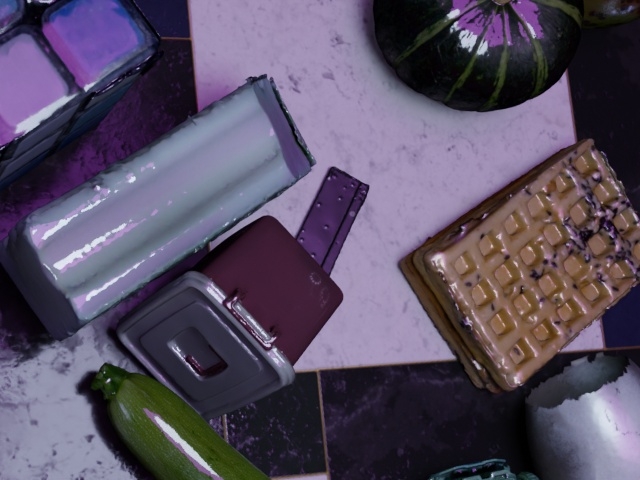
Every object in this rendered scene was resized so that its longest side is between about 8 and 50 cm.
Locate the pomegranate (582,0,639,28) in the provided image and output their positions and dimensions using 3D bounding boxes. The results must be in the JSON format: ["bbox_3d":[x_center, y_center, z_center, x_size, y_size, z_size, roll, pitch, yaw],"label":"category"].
[{"bbox_3d":[0.428,-0.476,2.077,0.306,0.242,0.242,31,62,31],"label":"pomegranate"}]

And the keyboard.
[{"bbox_3d":[0.000,0.000,1.885,0.072,0.023,0.231,28,69,-7],"label":"keyboard"}]

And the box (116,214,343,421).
[{"bbox_3d":[-0.115,0.102,1.679,0.193,0.294,0.167,49,55,-7],"label":"box"}]

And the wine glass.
[{"bbox_3d":[0.444,0.342,1.886,0.238,0.238,0.322,-27,98,-25],"label":"wine glass"}]

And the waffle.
[{"bbox_3d":[0.337,0.038,1.964,0.376,0.114,0.261,-33,92,-25],"label":"waffle"}]

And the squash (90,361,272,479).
[{"bbox_3d":[-0.156,0.309,1.709,0.395,0.107,0.107,43,67,-8],"label":"squash"}]

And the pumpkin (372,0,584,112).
[{"bbox_3d":[0.238,-0.348,1.934,0.323,0.241,0.323,4,76,-17],"label":"pumpkin"}]

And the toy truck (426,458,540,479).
[{"bbox_3d":[0.238,0.456,1.811,0.155,0.156,0.278,-7,81,-24],"label":"toy truck"}]

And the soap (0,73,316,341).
[{"bbox_3d":[-0.199,-0.053,1.682,0.446,0.261,0.156,-36,93,-26],"label":"soap"}]

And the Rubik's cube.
[{"bbox_3d":[-0.457,-0.245,1.567,0.362,0.363,0.358,-41,98,-23],"label":"Rubik's cube"}]
